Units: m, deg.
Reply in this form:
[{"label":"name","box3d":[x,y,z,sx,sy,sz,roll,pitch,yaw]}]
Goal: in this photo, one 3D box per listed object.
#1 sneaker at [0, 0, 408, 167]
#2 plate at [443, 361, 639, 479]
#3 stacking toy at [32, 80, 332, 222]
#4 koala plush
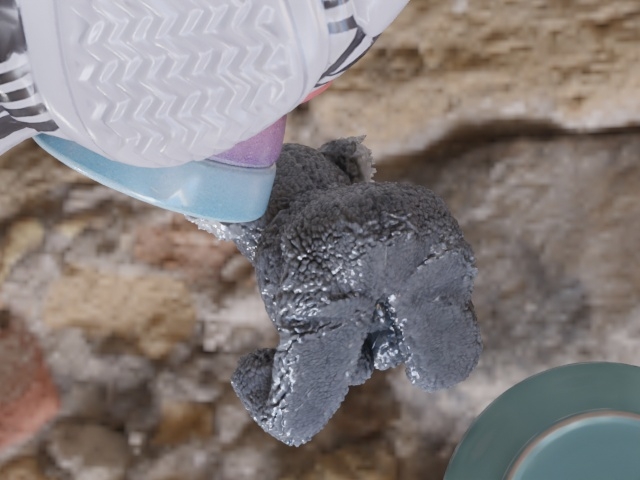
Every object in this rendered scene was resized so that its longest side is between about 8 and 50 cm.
[{"label":"sneaker","box3d":[-0.098,-0.105,0.544,0.366,0.210,0.137,-26,116,26]},{"label":"plate","box3d":[0.157,0.156,0.881,0.188,0.188,0.024,2,166,-2]},{"label":"stacking toy","box3d":[-0.151,-0.104,0.892,0.309,0.130,0.279,23,-166,0]},{"label":"koala plush","box3d":[0.000,0.000,1.262,0.196,0.221,0.203,-17,132,-20]}]
